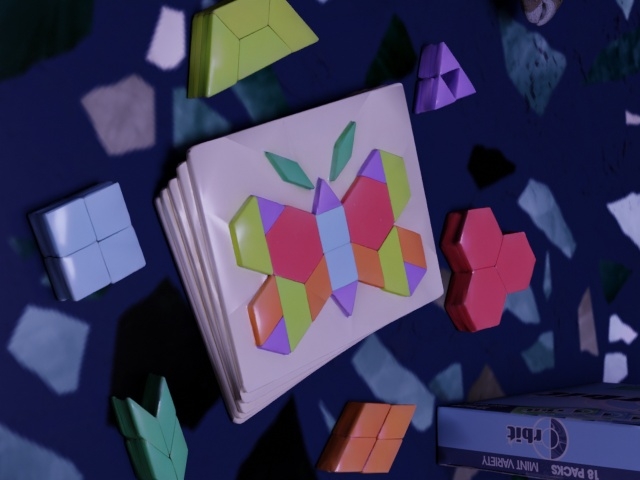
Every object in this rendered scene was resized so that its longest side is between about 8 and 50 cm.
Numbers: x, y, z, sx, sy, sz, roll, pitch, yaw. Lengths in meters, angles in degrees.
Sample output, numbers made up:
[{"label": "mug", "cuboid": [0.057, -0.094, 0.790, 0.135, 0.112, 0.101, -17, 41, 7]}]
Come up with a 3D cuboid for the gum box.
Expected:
[{"label": "gum box", "cuboid": [0.193, 0.121, 0.801, 0.184, 0.157, 0.041, -1, 90, -44]}]

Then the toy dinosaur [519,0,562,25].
[{"label": "toy dinosaur", "cuboid": [0.108, -0.237, 0.696, 0.160, 0.121, 0.313, -39, 161, -23]}]

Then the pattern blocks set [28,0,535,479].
[{"label": "pattern blocks set", "cuboid": [0.000, 0.000, 0.704, 0.325, 0.026, 0.285, -41, 117, -36]}]
